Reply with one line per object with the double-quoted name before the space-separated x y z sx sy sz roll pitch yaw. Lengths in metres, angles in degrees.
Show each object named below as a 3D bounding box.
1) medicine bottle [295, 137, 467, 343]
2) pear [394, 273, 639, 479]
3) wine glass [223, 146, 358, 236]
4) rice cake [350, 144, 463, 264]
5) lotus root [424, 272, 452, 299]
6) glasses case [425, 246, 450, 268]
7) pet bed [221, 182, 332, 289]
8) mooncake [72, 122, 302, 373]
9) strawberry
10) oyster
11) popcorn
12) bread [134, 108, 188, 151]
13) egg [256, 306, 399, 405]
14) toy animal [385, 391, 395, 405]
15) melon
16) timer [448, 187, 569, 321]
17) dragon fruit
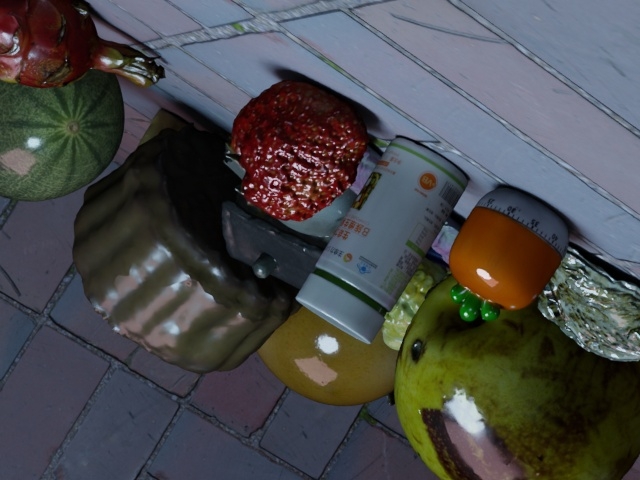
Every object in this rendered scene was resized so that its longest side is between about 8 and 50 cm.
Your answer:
"medicine bottle" 0.059 -0.001 1.544 0.086 0.183 0.086 31 174 4
"pear" 0.214 0.158 1.743 0.283 0.284 0.283 31 175 3
"wine glass" -0.007 -0.051 1.830 0.222 0.103 0.103 41 173 -9
"rice cake" 0.087 -0.040 1.736 0.081 0.051 0.290 28 174 44
"lotus root" 0.245 0.148 2.017 0.310 0.183 0.183 42 170 -33
"glasses case" 0.153 0.020 2.057 0.083 0.023 0.033 26 171 47
"pet bed" 0.000 0.000 2.001 0.211 0.159 0.183 29 174 30
"mooncake" -0.159 0.006 2.182 0.324 0.187 0.324 32 -143 -28
"strawberry" -0.018 -0.094 1.571 0.131 0.148 0.131 42 -153 -28
"oyster" 0.275 0.059 1.586 0.177 0.064 0.125 41 160 1
"popcorn" 0.122 0.074 2.157 0.135 0.162 0.141 -4 -119 -40
"bread" -0.228 -0.081 2.387 0.068 0.188 0.125 18 168 46
"egg" 0.016 0.106 2.382 0.250 0.250 0.322 35 177 -36
"toy animal" 0.165 0.156 2.566 0.160 0.273 0.197 -13 146 25
"melon" -0.386 -0.170 2.179 0.237 0.237 0.301 34 170 -29
"timer" 0.167 0.022 1.498 0.099 0.136 0.136 24 172 18
"dragon fruit" -0.292 -0.225 1.887 0.246 0.125 0.125 13 -148 -20
